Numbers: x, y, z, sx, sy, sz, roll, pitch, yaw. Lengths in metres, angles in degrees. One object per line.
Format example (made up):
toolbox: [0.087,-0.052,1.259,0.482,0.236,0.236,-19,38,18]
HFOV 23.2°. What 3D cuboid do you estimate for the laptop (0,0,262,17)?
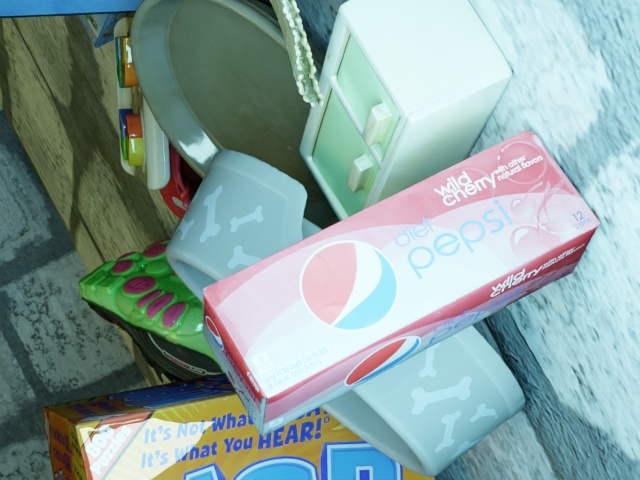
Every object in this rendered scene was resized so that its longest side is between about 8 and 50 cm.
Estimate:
laptop: [-0.239,-0.322,1.496,0.408,0.236,0.382,-124,15,-48]

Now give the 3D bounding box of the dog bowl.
dog bowl: [0.010,0.073,1.363,0.349,0.102,0.349,39,169,9]

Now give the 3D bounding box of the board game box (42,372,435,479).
board game box: [-0.086,0.333,1.713,0.356,0.357,0.356,169,92,-74]

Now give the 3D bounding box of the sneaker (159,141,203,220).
sneaker: [-0.144,-0.073,1.798,0.279,0.107,0.118,93,171,-62]

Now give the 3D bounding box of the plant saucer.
plant saucer: [-0.064,-0.125,1.455,0.278,0.041,0.278,31,146,23]

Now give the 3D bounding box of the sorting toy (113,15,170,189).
sorting toy: [-0.213,-0.161,1.791,0.208,0.038,0.193,-156,63,-72]

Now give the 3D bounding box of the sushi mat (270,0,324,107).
sushi mat: [-0.041,-0.224,1.245,0.316,0.019,0.151,-106,1,-65]

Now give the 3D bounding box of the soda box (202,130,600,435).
soda box: [0.054,0.027,1.064,0.092,0.263,0.083,57,164,19]

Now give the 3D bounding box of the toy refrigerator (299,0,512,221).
toy refrigerator: [0.053,-0.093,1.194,0.102,0.094,0.269,60,164,13]

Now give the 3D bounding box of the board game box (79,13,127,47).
board game box: [-0.310,-0.356,2.068,0.160,0.039,0.211,63,166,-1]

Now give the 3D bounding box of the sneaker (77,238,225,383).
sneaker: [-0.235,0.130,2.363,0.483,0.185,0.202,30,140,66]
